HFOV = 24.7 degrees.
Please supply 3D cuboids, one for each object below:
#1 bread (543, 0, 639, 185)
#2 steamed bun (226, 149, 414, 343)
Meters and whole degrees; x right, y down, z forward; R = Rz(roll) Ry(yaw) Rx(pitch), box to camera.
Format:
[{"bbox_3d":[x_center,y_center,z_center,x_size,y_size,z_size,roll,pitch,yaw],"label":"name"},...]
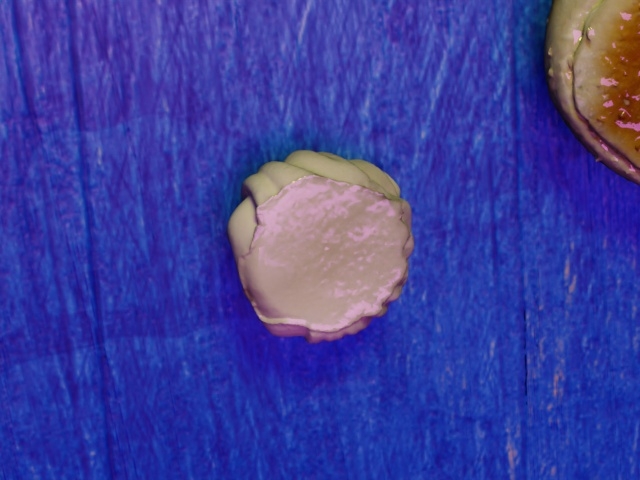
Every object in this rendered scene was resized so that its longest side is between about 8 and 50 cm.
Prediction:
[{"bbox_3d":[0.346,-0.187,1.288,0.305,0.159,0.305,3,117,6],"label":"bread"},{"bbox_3d":[0.000,0.000,1.336,0.183,0.106,0.183,-4,109,-12],"label":"steamed bun"}]
